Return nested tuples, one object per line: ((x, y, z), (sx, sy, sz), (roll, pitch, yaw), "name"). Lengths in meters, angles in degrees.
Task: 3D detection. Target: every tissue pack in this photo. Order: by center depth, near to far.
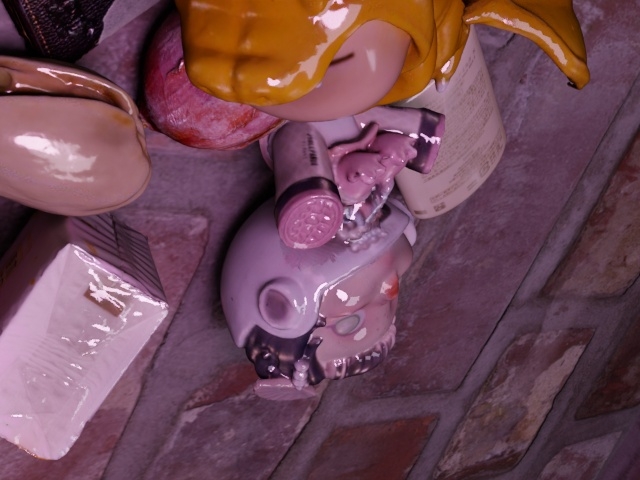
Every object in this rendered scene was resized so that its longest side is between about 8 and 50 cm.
((-0.247, 0.070, 1.221), (0.124, 0.225, 0.185), (36, 96, -20), "tissue pack")

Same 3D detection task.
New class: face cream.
((0.134, -0.170, 1.586), (0.173, 0.081, 0.348), (-45, 147, -9), "face cream")

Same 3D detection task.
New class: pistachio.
((-0.245, -0.091, 1.144), (0.215, 0.144, 0.144), (15, 113, -28), "pistachio")

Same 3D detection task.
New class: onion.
((-0.109, -0.153, 1.267), (0.195, 0.159, 0.159), (-31, 156, 27), "onion")

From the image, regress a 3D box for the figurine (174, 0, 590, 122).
((0.019, -0.269, 1.119), (0.268, 0.400, 0.387), (-25, 172, 24), "figurine")

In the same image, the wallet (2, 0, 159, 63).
((-0.186, -0.278, 1.107), (0.221, 0.071, 0.262), (-41, 154, -15), "wallet")

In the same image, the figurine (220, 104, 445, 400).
((0.008, -0.003, 1.483), (0.253, 0.211, 0.361), (-21, 136, -30), "figurine")
